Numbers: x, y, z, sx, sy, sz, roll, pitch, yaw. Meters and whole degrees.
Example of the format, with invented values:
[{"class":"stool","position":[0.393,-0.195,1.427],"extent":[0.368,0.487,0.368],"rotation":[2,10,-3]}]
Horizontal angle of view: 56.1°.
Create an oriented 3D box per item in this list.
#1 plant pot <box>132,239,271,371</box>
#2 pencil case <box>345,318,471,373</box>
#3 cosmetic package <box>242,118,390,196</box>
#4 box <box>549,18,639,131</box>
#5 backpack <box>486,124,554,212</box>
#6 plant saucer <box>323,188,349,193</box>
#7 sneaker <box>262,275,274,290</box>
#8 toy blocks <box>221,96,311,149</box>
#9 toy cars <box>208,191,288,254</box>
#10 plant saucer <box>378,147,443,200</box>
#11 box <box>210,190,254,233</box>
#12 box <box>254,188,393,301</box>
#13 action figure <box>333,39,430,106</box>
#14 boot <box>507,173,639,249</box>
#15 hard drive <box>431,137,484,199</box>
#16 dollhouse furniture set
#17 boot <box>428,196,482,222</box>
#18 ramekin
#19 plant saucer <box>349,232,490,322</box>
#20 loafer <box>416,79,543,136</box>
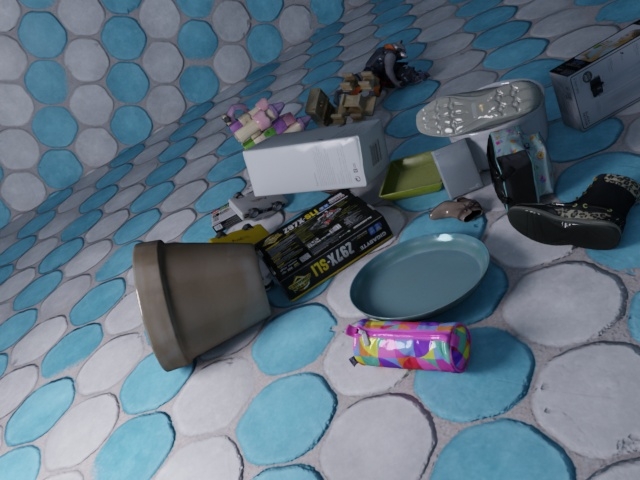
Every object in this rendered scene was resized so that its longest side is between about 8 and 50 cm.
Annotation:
[{"class":"plant pot","position":[-0.280,0.129,1.488],"extent":[0.281,0.323,0.323],"rotation":[-15,30,-8]},{"class":"pencil case","position":[0.169,0.203,1.167],"extent":[0.237,0.104,0.104],"rotation":[-4,39,34]},{"class":"cosmetic package","position":[-0.011,-0.248,1.815],"extent":[0.385,0.156,0.217],"rotation":[-2,23,26]},{"class":"box","position":[0.759,-0.429,1.555],"extent":[0.290,0.169,0.087],"rotation":[-30,28,0]},{"class":"backpack","position":[0.469,-0.184,1.426],"extent":[0.145,0.165,0.188],"rotation":[-20,35,12]},{"class":"plant saucer","position":[0.068,-0.198,1.915],"extent":[0.169,0.029,0.168],"rotation":[-21,30,13]},{"class":"sneaker","position":[-0.173,0.111,1.640],"extent":[0.109,0.043,0.040],"rotation":[2,40,39]},{"class":"toy blocks","position":[-0.150,-0.382,2.121],"extent":[0.260,0.288,0.309],"rotation":[-37,29,-2]},{"class":"toy cars","position":[-0.221,-0.041,1.852],"extent":[0.177,0.087,0.393],"rotation":[18,39,-3]},{"class":"plant saucer","position":[0.274,-0.179,1.700],"extent":[0.189,0.045,0.188],"rotation":[-11,35,27]},{"class":"box","position":[-0.275,-0.106,2.054],"extent":[0.207,0.036,0.114],"rotation":[-27,30,4]},{"class":"box","position":[0.000,0.000,1.630],"extent":[0.322,0.079,0.257],"rotation":[-33,29,-7]},{"class":"action figure","position":[0.239,-0.642,2.300],"extent":[0.341,0.178,0.330],"rotation":[12,60,53]},{"class":"boot","position":[0.543,-0.071,1.281],"extent":[0.237,0.085,0.178],"rotation":[15,49,42]},{"class":"hard drive","position":[0.356,-0.185,1.559],"extent":[0.094,0.135,0.022],"rotation":[-22,6,13]},{"class":"dollhouse furniture set","position":[0.093,-0.472,2.174],"extent":[0.242,0.161,0.212],"rotation":[6,76,29]},{"class":"boot","position":[0.338,-0.068,1.487],"extent":[0.119,0.042,0.087],"rotation":[-30,33,0]},{"class":"ramekin","position":[0.482,-0.313,1.639],"extent":[0.277,0.135,0.277],"rotation":[-20,31,13]},{"class":"plant saucer","position":[0.219,0.085,1.324],"extent":[0.318,0.043,0.317],"rotation":[-20,24,9]},{"class":"loafer","position":[0.396,-0.324,1.510],"extent":[0.320,0.111,0.112],"rotation":[-4,3,37]}]
